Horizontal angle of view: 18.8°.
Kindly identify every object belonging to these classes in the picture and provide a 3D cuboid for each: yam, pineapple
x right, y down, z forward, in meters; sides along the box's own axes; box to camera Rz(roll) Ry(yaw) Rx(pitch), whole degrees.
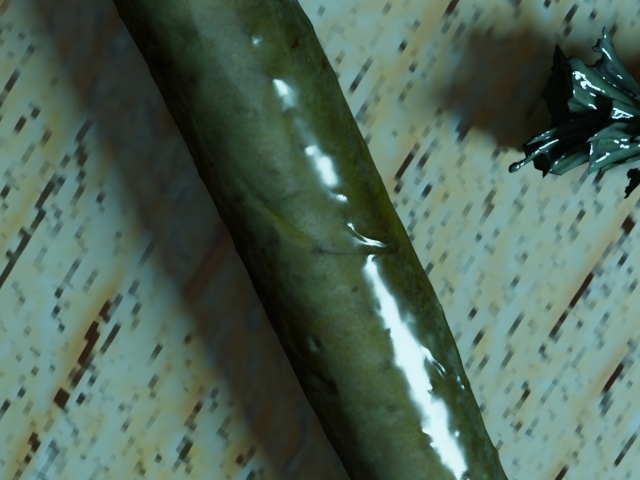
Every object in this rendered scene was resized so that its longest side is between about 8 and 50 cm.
[{"bbox_3d":[0.000,0.000,0.523,0.046,0.046,0.264,-27,111,-3],"label":"yam"},{"bbox_3d":[0.114,-0.028,0.544,0.124,0.058,0.058,8,107,-1],"label":"pineapple"}]
